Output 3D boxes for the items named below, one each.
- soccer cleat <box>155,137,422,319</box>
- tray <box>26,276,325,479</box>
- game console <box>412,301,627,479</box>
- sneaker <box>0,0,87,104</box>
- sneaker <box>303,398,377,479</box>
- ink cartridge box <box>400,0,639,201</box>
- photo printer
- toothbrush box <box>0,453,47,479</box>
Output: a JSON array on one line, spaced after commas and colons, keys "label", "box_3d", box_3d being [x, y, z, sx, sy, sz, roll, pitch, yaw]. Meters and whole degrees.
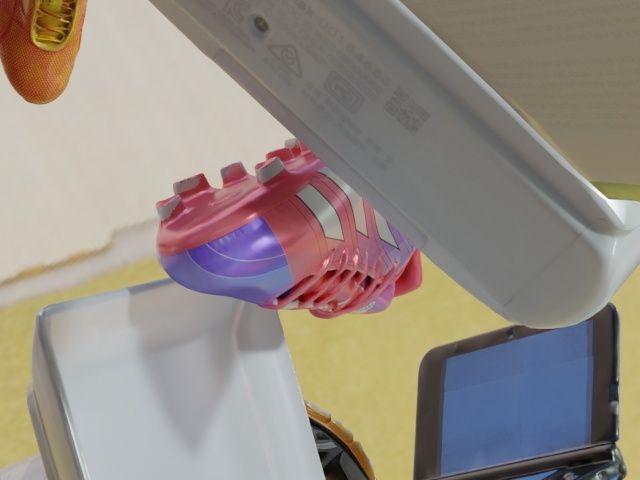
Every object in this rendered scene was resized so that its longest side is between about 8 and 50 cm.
[{"label": "soccer cleat", "box_3d": [0.000, 0.000, 0.801, 0.248, 0.083, 0.095, -33, 103, -73]}, {"label": "tray", "box_3d": [-0.055, 0.089, 0.759, 0.270, 0.030, 0.145, -12, 85, -74]}, {"label": "game console", "box_3d": [0.151, 0.198, 1.834, 0.250, 0.293, 0.173, -19, 88, -44]}, {"label": "sneaker", "box_3d": [-0.181, -0.167, 1.194, 0.064, 0.175, 0.067, 3, 30, -16]}, {"label": "sneaker", "box_3d": [-0.033, 0.193, 1.738, 0.215, 0.084, 0.083, 39, 67, 15]}, {"label": "ink cartridge box", "box_3d": [0.033, -0.094, 0.385, 0.235, 0.171, 0.056, 41, 82, -16]}, {"label": "photo printer", "box_3d": [0.093, -0.146, 0.735, 0.256, 0.107, 0.307, 43, 56, 3]}, {"label": "toothbrush box", "box_3d": [-0.144, 0.308, 1.276, 0.216, 0.126, 0.296, -82, 150, -77]}]
